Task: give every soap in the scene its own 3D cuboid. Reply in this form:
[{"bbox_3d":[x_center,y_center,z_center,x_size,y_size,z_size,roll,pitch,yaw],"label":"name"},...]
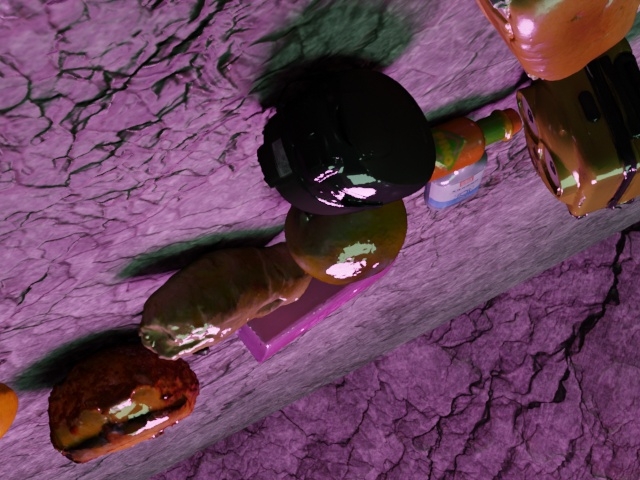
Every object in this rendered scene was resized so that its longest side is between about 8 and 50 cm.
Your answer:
[{"bbox_3d":[-0.012,0.084,1.472,0.259,0.081,0.181,-35,171,-16],"label":"soap"}]

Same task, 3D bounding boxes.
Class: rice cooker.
[{"bbox_3d":[0.029,-0.095,0.936,0.118,0.142,0.203,-25,167,41],"label":"rice cooker"}]

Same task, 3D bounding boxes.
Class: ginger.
[{"bbox_3d":[-0.127,0.070,1.258,0.263,0.116,0.109,-21,175,-41],"label":"ginger"}]

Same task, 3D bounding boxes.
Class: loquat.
[{"bbox_3d":[0.039,-0.017,1.205,0.152,0.152,0.195,-36,155,29],"label":"loquat"}]

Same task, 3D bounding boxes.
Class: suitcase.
[{"bbox_3d":[0.349,-0.140,1.228,0.143,0.194,0.235,-18,165,3],"label":"suitcase"}]

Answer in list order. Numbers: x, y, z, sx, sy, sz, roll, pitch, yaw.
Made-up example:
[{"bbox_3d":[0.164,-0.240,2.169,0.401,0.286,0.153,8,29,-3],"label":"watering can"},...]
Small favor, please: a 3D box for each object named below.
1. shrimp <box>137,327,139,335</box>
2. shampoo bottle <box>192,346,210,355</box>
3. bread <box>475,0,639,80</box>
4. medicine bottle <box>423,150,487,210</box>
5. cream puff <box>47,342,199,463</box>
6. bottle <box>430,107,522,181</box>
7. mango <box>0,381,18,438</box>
[{"bbox_3d":[-0.174,0.098,1.401,0.217,0.051,0.115,-19,157,-25],"label":"shrimp"},{"bbox_3d":[-0.171,0.109,1.347,0.048,0.027,0.137,-4,125,-9],"label":"shampoo bottle"},{"bbox_3d":[0.223,-0.233,0.874,0.136,0.107,0.241,-35,164,15],"label":"bread"},{"bbox_3d":[0.198,-0.101,1.363,0.090,0.053,0.208,-24,165,-4],"label":"medicine bottle"},{"bbox_3d":[-0.310,0.245,1.444,0.240,0.164,0.240,-19,178,-1],"label":"cream puff"},{"bbox_3d":[0.179,-0.128,1.224,0.187,0.069,0.069,-24,165,-19],"label":"bottle"},{"bbox_3d":[-0.501,0.245,1.167,0.257,0.138,0.187,-12,141,-55],"label":"mango"}]
